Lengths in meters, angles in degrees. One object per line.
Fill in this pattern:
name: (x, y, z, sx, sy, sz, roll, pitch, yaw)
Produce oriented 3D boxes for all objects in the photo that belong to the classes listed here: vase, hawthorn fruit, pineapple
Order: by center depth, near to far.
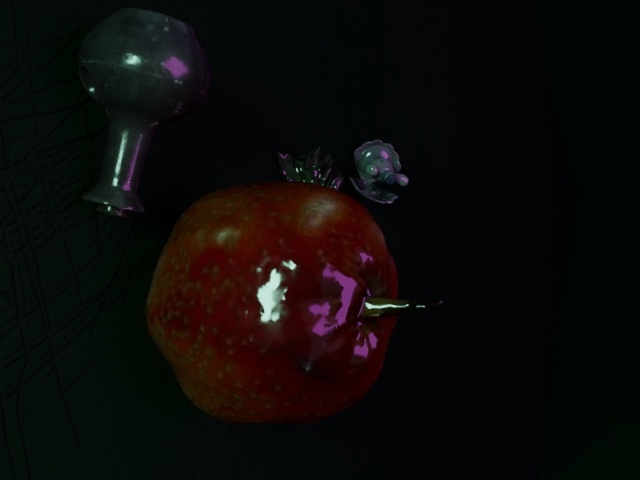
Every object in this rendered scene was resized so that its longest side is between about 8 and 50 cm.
vase: (-0.167, -0.111, 0.812, 0.120, 0.120, 0.183, 11, 92, -64)
hawthorn fruit: (-0.015, 0.062, 0.888, 0.254, 0.300, 0.254, 6, 84, -62)
pineapple: (0.000, 0.000, 1.173, 0.125, 0.125, 0.251, 11, 68, -64)

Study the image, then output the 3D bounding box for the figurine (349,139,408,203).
figurine: (0.092, -0.100, 1.382, 0.082, 0.094, 0.086, -63, -160, 23)
